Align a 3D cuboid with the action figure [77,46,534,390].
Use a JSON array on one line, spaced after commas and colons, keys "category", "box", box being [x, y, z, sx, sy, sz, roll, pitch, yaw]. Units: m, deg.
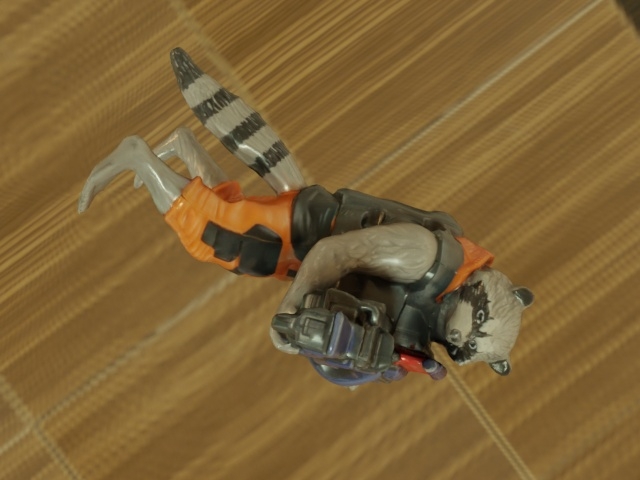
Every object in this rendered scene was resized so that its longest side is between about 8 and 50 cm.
[{"category": "action figure", "box": [0.000, 0.000, 1.205, 0.330, 0.341, 0.178, 25, 86, 3]}]
